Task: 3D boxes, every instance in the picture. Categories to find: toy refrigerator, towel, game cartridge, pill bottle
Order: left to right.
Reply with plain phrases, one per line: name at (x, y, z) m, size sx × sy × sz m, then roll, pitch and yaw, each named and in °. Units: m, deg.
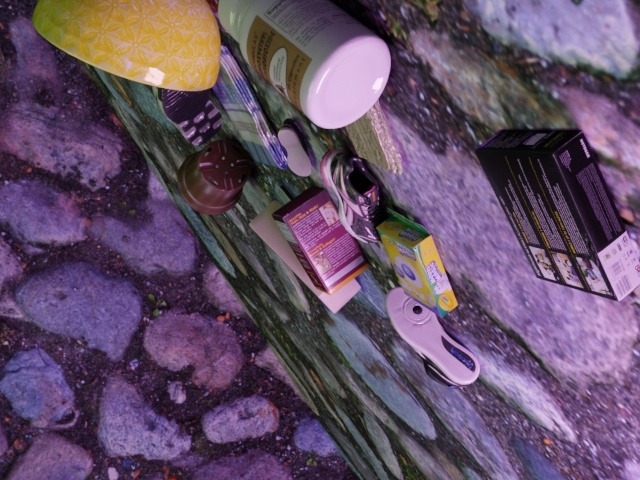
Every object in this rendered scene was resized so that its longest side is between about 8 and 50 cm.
towel at (-0.169, -0.273, 1.565) m, size 0.285 × 0.034 × 0.209 m, roll 60°, pitch 165°, yaw -23°
game cartridge at (-0.071, -0.092, 1.700) m, size 0.083 × 0.017 × 0.056 m, roll 51°, pitch 161°, yaw 12°
pill bottle at (-0.029, -0.256, 0.985) m, size 0.229 × 0.131 × 0.131 m, roll 45°, pitch 163°, yaw 31°
toy refrigerator at (-0.034, 0.030, 1.699) m, size 0.269 × 0.094 × 0.102 m, roll 44°, pitch 176°, yaw 34°
towel at (0.066, -0.165, 1.098) m, size 0.110 × 0.027 × 0.148 m, roll 32°, pitch 155°, yaw 56°

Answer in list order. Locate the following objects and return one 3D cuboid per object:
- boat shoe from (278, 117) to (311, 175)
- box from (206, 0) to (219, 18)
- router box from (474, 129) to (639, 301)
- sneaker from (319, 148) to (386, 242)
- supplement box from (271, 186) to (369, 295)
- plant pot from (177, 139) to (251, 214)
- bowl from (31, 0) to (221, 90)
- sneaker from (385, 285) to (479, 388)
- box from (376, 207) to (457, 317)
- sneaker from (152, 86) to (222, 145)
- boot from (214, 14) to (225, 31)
boat shoe at (-0.045, -0.170, 1.405) m, size 0.046 × 0.038 × 0.125 m, roll -4°, pitch 140°, yaw 22°
box at (-0.184, -0.473, 1.119) m, size 0.201 × 0.057 × 0.293 m, roll 48°, pitch 164°, yaw 19°
router box at (0.248, -0.030, 0.803) m, size 0.179 × 0.046 × 0.133 m, roll 60°, pitch 165°, yaw -19°
sneaker at (0.066, -0.067, 1.244) m, size 0.077 × 0.072 × 0.178 m, roll 9°, pitch 140°, yaw 55°
supplement box at (0.000, 0.000, 1.513) m, size 0.188 × 0.104 × 0.081 m, roll 59°, pitch 165°, yaw -17°
plant pot at (-0.246, -0.158, 1.834) m, size 0.167 × 0.167 × 0.165 m, roll 55°, pitch 158°, yaw -4°
bowl at (-0.269, -0.358, 1.152) m, size 0.289 × 0.289 × 0.156 m, roll 43°, pitch 119°, yaw 35°
sneaker at (0.189, 0.188, 1.398) m, size 0.217 × 0.079 × 0.121 m, roll 48°, pitch 163°, yaw 16°
box at (0.154, 0.033, 1.241) m, size 0.105 × 0.043 × 0.179 m, roll 32°, pitch 152°, yaw 53°
sneaker at (-0.298, -0.315, 1.561) m, size 0.146 × 0.122 × 0.330 m, roll 49°, pitch 168°, yaw 11°
boot at (-0.239, -0.420, 1.387) m, size 0.137 × 0.077 × 0.198 m, roll 54°, pitch 167°, yaw -19°
